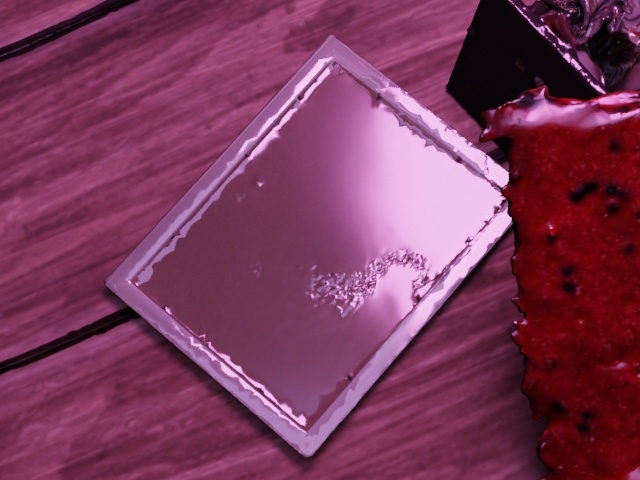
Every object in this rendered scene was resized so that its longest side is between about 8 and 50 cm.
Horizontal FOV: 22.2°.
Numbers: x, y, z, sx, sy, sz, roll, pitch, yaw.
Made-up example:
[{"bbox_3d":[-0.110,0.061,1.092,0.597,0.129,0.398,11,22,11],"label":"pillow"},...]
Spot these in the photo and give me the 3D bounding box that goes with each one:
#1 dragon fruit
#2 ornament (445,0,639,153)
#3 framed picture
[{"bbox_3d":[0.263,0.034,1.141,0.282,0.100,0.344,-6,112,6],"label":"dragon fruit"},{"bbox_3d":[0.228,-0.154,1.239,0.196,0.166,0.153,-37,75,-22],"label":"ornament"},{"bbox_3d":[0.000,0.000,1.263,0.216,0.016,0.273,40,80,15],"label":"framed picture"}]
